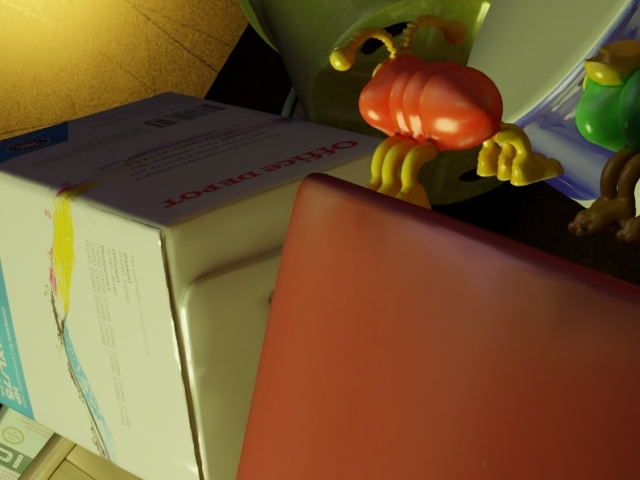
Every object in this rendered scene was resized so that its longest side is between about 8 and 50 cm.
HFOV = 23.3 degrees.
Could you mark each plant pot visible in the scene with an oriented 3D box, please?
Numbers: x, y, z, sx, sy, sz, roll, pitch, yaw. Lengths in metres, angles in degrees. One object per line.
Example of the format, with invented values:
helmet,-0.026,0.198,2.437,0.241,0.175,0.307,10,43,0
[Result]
plant pot,0.081,0.136,0.476,0.275,0.274,0.243,-155,84,-77
plant pot,0.071,-0.169,1.171,0.276,0.276,0.254,-53,27,30

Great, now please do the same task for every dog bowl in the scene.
dog bowl,0.197,-0.150,0.916,0.265,0.104,0.265,-55,14,21

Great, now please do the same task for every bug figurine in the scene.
bug figurine,0.153,-0.070,0.642,0.216,0.279,0.072,21,124,61

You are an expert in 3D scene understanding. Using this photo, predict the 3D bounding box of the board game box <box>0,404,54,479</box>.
board game box,-0.202,0.242,1.325,0.303,0.224,0.097,-58,14,7

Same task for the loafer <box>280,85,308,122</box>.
loafer,-0.005,-0.073,1.603,0.303,0.095,0.109,-68,-16,-45

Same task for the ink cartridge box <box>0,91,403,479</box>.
ink cartridge box,-0.093,0.027,1.072,0.270,0.198,0.197,17,120,48

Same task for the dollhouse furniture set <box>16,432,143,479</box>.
dollhouse furniture set,-0.124,0.243,1.054,0.303,0.173,0.355,-52,13,1
